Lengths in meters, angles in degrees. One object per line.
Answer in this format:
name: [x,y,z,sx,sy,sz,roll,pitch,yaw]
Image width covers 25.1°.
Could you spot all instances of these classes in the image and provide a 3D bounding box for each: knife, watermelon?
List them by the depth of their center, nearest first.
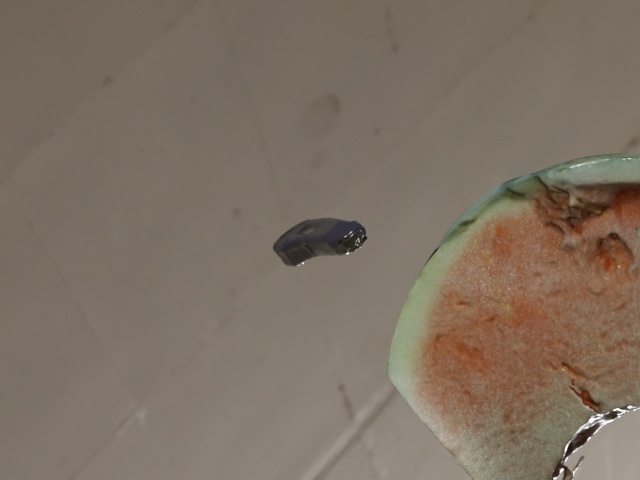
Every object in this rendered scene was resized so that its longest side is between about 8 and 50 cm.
knife: [0.000,0.000,0.856,0.031,0.018,0.121,-42,10,-14]
watermelon: [0.207,0.042,0.990,0.224,0.180,0.305,25,-56,-38]
